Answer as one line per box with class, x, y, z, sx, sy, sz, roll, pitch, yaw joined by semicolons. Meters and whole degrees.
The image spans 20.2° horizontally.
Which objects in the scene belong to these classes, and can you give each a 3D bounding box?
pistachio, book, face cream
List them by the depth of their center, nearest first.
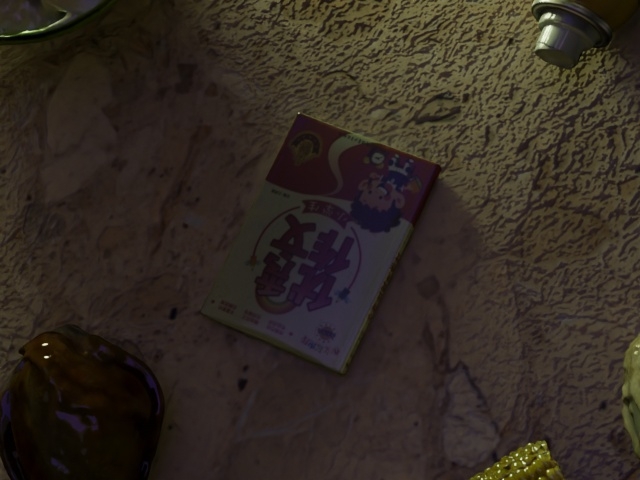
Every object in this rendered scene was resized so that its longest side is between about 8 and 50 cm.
pistachio;-0.229;0.180;1.718;0.165;0.130;0.210;-18;76;5
face cream;0.302;-0.327;1.766;0.105;0.105;0.349;24;78;21
book;0.000;0.000;1.777;0.162;0.022;0.232;22;78;21

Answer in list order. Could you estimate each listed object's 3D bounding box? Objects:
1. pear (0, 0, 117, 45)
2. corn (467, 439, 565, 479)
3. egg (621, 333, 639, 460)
pear;-0.314;-0.358;1.894;0.399;0.165;0.399;-3;75;11
corn;0.118;0.273;1.613;0.244;0.093;0.093;-35;67;1
egg;0.364;0.151;1.540;0.195;0.195;0.233;-43;79;-3
